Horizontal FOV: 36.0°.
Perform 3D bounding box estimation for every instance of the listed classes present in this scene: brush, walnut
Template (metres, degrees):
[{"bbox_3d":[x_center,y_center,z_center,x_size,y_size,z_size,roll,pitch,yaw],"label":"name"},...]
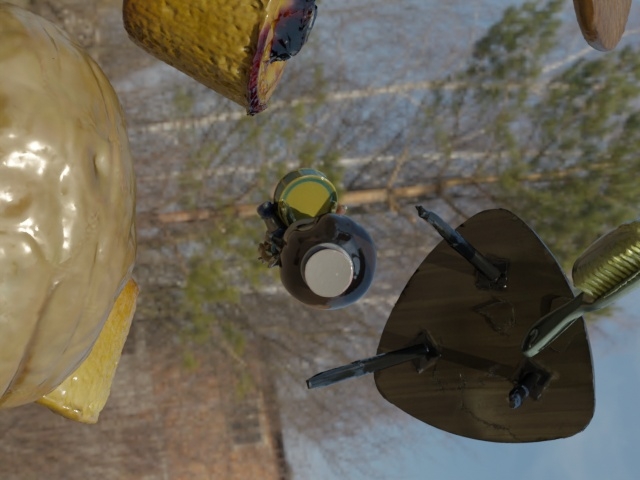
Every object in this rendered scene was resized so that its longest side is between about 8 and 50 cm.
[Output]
[{"bbox_3d":[0.294,0.050,1.099,0.297,0.060,0.068,-51,-170,50],"label":"brush"},{"bbox_3d":[-0.269,-0.024,0.733,0.277,0.252,0.312,167,-76,-71],"label":"walnut"}]

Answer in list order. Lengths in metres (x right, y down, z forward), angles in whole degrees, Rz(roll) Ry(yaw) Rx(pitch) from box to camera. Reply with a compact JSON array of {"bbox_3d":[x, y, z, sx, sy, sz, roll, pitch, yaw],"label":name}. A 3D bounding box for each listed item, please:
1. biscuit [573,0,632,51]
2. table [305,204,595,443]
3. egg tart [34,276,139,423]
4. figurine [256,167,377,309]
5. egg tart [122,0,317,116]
[{"bbox_3d":[0.310,-0.339,1.079,0.262,0.037,0.261,-18,111,-60],"label":"biscuit"},{"bbox_3d":[0.159,0.096,1.213,0.249,0.317,0.317,13,67,-59],"label":"table"},{"bbox_3d":[-0.273,0.072,0.937,0.147,0.203,0.202,-66,-174,-13],"label":"egg tart"},{"bbox_3d":[-0.001,0.009,1.442,0.275,0.161,0.158,-128,-141,-57],"label":"figurine"},{"bbox_3d":[-0.086,-0.239,0.959,0.215,0.171,0.215,20,90,-87],"label":"egg tart"}]
